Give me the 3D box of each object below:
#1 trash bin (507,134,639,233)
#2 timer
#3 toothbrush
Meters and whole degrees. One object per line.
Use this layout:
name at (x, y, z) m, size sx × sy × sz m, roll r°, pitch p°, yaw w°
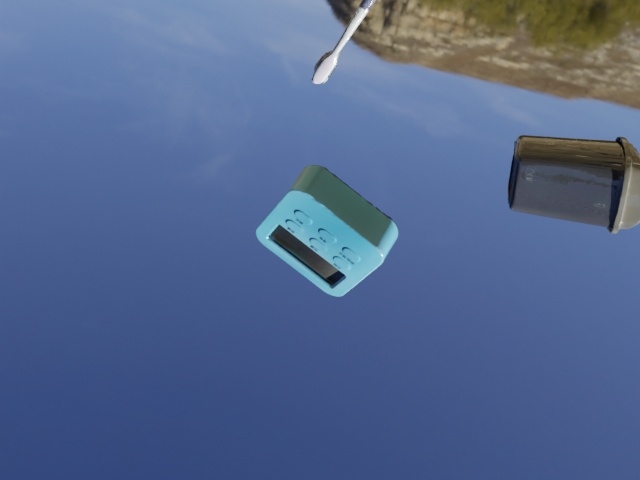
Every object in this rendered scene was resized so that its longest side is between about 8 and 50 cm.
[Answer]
trash bin at (0.538, -0.124, 1.774) m, size 0.290 × 0.182 × 0.209 m, roll 8°, pitch -158°, yaw 10°
timer at (0.000, 0.000, 1.707) m, size 0.232 × 0.250 × 0.091 m, roll 36°, pitch -133°, yaw -5°
toothbrush at (0.064, -0.297, 1.031) m, size 0.024 × 0.288 × 0.026 m, roll 25°, pitch -139°, yaw -15°
